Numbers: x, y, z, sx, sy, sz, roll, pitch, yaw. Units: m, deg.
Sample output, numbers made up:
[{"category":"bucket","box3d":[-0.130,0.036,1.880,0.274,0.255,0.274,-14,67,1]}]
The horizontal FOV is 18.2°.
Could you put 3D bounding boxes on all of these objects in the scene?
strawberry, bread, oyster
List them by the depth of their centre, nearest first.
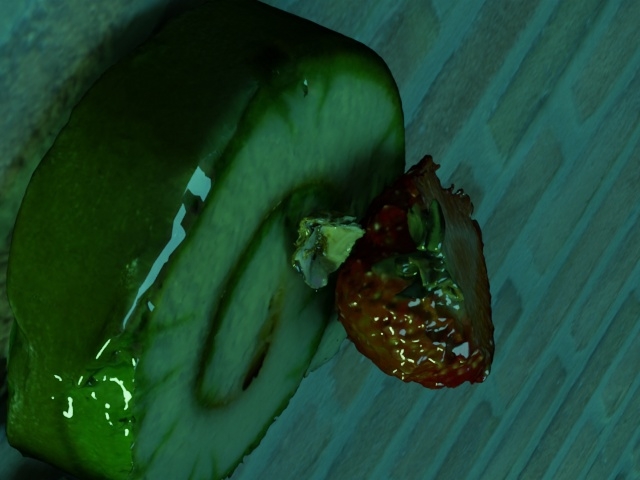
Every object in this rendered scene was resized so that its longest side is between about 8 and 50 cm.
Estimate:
[{"category":"oyster","box3d":[0.002,-0.002,1.405,0.051,0.034,0.093,-34,156,-25]},{"category":"bread","box3d":[-0.080,0.010,1.445,0.382,0.129,0.366,18,96,-66]},{"category":"strawberry","box3d":[0.065,0.034,1.499,0.236,0.106,0.175,47,31,-68]}]

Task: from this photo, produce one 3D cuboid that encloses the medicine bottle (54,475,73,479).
[{"category":"medicine bottle","box3d":[-0.137,0.248,1.496,0.143,0.147,0.147,4,117,-22]}]
